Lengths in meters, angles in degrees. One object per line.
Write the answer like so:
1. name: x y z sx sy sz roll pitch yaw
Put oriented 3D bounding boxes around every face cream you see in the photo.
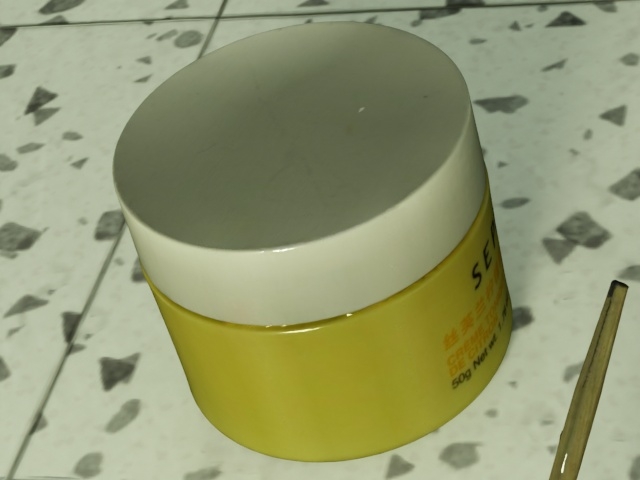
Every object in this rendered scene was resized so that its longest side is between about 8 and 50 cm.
1. face cream: 0.000 0.000 1.135 0.218 0.179 0.218 -9 40 8

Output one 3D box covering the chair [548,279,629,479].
1. chair: 0.198 0.177 0.895 0.188 0.166 0.272 22 95 36
